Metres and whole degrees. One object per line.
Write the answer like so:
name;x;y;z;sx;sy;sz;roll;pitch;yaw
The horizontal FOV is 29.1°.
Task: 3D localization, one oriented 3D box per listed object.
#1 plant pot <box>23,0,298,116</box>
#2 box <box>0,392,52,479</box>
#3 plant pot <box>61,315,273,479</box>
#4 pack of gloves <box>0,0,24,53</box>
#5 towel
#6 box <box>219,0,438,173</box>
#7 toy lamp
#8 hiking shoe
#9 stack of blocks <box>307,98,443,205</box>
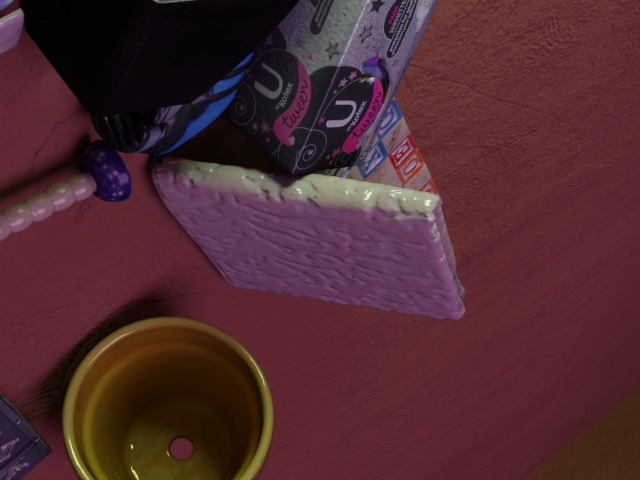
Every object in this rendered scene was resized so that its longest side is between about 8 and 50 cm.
plant pot;-0.160;-0.218;1.115;0.187;0.188;0.167;-17;149;-46
box;-0.440;0.271;1.417;0.231;0.056;0.183;-42;152;-13
plant pot;-0.188;0.249;1.582;0.254;0.254;0.239;-42;167;-15
pack of gloves;-0.348;-0.156;0.999;0.232;0.046;0.195;-34;-178;-22
towel;0.000;0.000;1.472;0.317;0.331;0.053;60;41;-63
box;0.002;-0.219;1.348;0.142;0.163;0.247;-12;134;-51
toy lamp;-0.318;-0.016;1.228;0.274;0.080;0.080;-33;148;-31
hiking shoe;-0.112;-0.213;1.276;0.304;0.113;0.132;-46;164;9
stack of blocks;0.044;-0.073;1.595;0.171;0.087;0.297;-46;151;-7
